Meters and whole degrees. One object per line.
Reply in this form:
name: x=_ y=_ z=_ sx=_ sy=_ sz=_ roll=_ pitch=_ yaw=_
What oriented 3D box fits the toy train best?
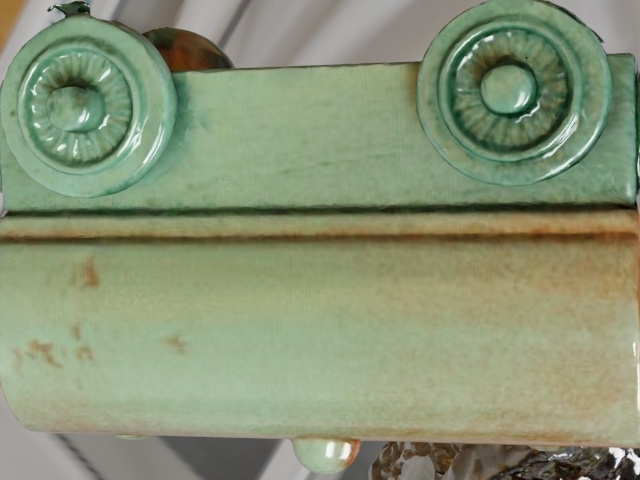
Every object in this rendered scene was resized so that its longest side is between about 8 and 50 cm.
toy train: x=0.000 y=0.000 z=0.533 sx=0.286 sy=0.177 sz=0.116 roll=-1 pitch=-176 yaw=12

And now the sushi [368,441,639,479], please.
sushi: x=0.209 y=0.260 z=1.533 sx=0.208 sy=0.348 sz=0.234 roll=32 pitch=-145 yaw=-27
